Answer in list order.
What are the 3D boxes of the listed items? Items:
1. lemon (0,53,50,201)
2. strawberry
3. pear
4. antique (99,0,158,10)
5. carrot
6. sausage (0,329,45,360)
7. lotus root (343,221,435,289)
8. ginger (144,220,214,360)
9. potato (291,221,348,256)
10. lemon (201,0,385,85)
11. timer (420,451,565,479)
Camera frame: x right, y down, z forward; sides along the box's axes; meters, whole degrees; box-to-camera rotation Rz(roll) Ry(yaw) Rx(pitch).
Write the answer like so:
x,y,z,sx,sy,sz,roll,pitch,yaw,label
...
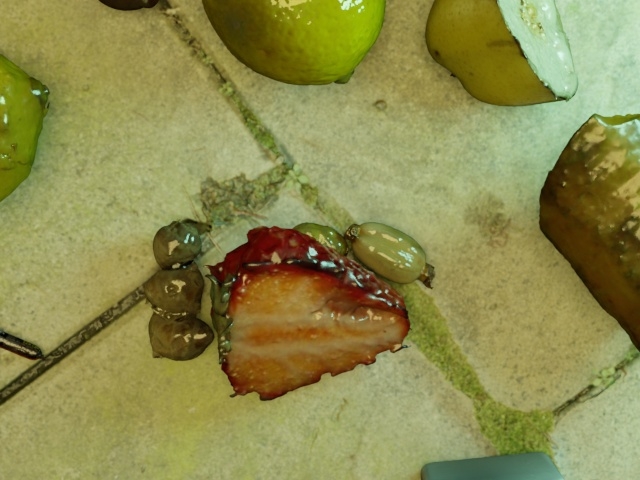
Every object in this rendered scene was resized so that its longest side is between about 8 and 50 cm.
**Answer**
x,y,z,sx,sy,sz,roll,pitch,yaw,label
-0.520,-0.151,1.825,0.310,0.253,0.253,-22,92,-5,lemon
-0.032,0.072,1.872,0.280,0.150,0.253,-19,127,-2,strawberry
0.233,-0.292,1.839,0.178,0.267,0.267,-19,93,27,pear
-0.312,-0.440,1.869,0.143,0.121,0.257,-43,98,12,antique
0.439,-0.028,1.809,0.241,0.241,0.341,-34,94,3,carrot
-0.496,0.134,1.947,0.198,0.028,0.025,24,105,1,sausage
0.104,0.020,1.909,0.150,0.062,0.073,30,71,-2,lotus root
-0.205,0.073,1.907,0.104,0.080,0.204,-2,95,23,ginger
0.000,0.000,1.918,0.092,0.045,0.046,21,61,-1,potato
-0.038,-0.343,1.801,0.267,0.267,0.267,0,93,1,lemon
0.249,0.419,1.861,0.194,0.192,0.195,-7,93,2,timer
